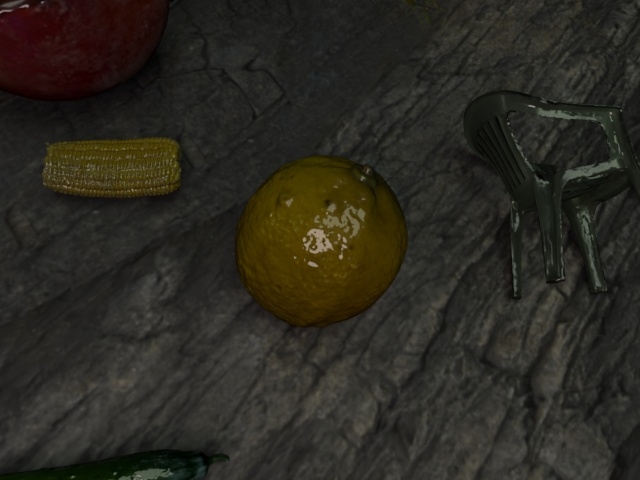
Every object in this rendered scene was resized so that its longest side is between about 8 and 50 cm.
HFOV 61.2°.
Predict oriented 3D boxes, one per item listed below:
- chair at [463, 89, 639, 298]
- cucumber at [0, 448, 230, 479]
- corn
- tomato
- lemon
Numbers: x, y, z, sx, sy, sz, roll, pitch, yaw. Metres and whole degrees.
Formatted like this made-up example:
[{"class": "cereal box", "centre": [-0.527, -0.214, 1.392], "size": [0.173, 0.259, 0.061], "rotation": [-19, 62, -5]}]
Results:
[{"class": "chair", "centre": [0.317, -0.067, 0.743], "size": [0.190, 0.203, 0.275], "rotation": [-5, 73, -3]}, {"class": "cucumber", "centre": [-0.218, 0.251, 0.557], "size": [0.250, 0.056, 0.056], "rotation": [-4, 68, -12]}, {"class": "corn", "centre": [-0.261, -0.094, 0.689], "size": [0.165, 0.063, 0.085], "rotation": [-1, 77, -12]}, {"class": "tomato", "centre": [-0.329, -0.268, 0.692], "size": [0.308, 0.170, 0.309], "rotation": [-11, 43, 10]}, {"class": "lemon", "centre": [0.000, 0.000, 0.630], "size": [0.192, 0.231, 0.192], "rotation": [25, 35, -19]}]
